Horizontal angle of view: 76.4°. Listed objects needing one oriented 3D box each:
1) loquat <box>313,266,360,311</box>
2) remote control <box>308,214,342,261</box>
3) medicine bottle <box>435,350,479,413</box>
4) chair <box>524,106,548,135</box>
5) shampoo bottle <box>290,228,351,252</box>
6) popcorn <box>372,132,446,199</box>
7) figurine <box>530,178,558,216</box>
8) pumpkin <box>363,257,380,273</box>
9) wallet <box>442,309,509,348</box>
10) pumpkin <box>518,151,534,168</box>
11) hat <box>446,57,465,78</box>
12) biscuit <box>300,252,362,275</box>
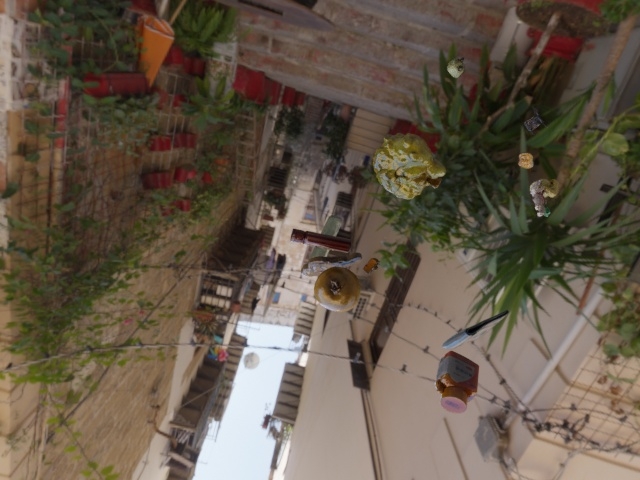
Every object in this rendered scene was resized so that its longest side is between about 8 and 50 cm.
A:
[{"bbox_3d":[0.078,0.217,1.805,0.208,0.207,0.208,15,-160,-6],"label":"loquat"},{"bbox_3d":[0.026,0.009,2.200,0.090,0.309,0.038,17,-165,-27],"label":"remote control"},{"bbox_3d":[0.559,0.585,1.673,0.150,0.112,0.222,28,-140,5],"label":"medicine bottle"},{"bbox_3d":[0.563,-0.313,1.073,0.037,0.042,0.086,41,-143,-26],"label":"chair"},{"bbox_3d":[0.000,0.000,1.792,0.261,0.064,0.102,12,176,-10],"label":"shampoo bottle"},{"bbox_3d":[0.325,-0.278,1.491,0.266,0.232,0.192,23,-147,14],"label":"popcorn"},{"bbox_3d":[0.708,-0.140,1.292,0.083,0.083,0.187,23,-138,15],"label":"figurine"},{"bbox_3d":[0.241,0.120,1.880,0.054,0.074,0.083,37,-170,16],"label":"pumpkin"},{"bbox_3d":[0.776,0.451,2.024,0.291,0.251,0.054,-16,-117,-19],"label":"wallet"},{"bbox_3d":[0.743,-0.295,1.462,0.050,0.028,0.083,17,160,31],"label":"pumpkin"},{"bbox_3d":[0.590,-0.747,1.748,0.076,0.059,0.077,42,-119,-7],"label":"hat"},{"bbox_3d":[0.049,0.118,1.977,0.320,0.047,0.183,-12,156,11],"label":"biscuit"}]
